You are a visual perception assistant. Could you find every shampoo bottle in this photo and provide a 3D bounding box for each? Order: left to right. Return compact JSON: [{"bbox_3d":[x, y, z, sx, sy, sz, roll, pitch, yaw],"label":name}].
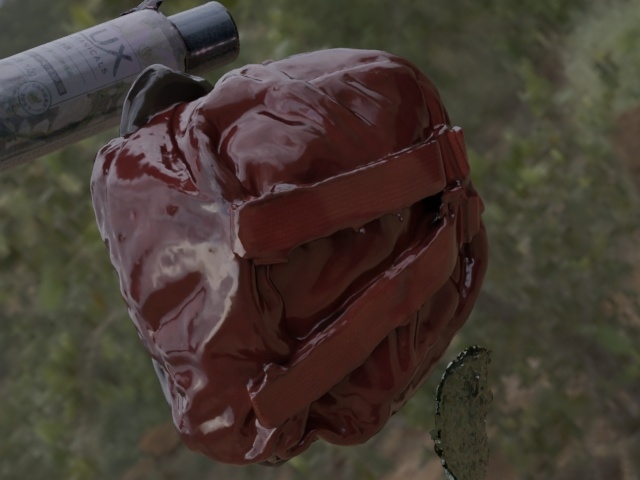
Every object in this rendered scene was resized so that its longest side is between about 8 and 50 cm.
[{"bbox_3d":[-0.146,-0.100,1.111,0.214,0.072,0.072,-26,-3,-34],"label":"shampoo bottle"}]

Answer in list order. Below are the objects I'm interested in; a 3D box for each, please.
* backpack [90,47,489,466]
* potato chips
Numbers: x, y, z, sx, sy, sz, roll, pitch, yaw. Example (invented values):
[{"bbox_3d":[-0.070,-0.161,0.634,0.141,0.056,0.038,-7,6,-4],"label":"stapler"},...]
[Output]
[{"bbox_3d":[-0.001,0.000,0.910,0.139,0.229,0.229,1,44,49],"label":"backpack"},{"bbox_3d":[0.109,0.191,1.187,0.059,0.228,0.167,-10,-22,-3],"label":"potato chips"}]
